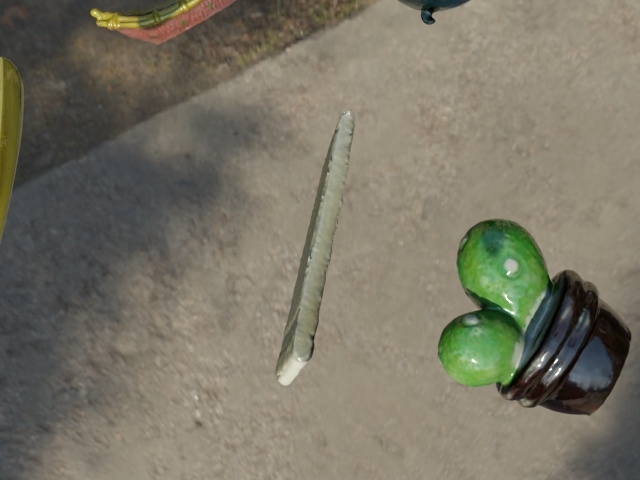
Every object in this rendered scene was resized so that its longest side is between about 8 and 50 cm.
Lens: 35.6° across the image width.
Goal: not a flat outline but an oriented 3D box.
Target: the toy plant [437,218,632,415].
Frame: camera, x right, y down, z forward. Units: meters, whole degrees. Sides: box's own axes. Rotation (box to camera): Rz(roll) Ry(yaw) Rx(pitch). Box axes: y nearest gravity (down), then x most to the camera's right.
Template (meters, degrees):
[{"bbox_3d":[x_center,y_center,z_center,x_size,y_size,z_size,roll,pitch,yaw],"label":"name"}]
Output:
[{"bbox_3d":[0.255,0.100,1.226,0.235,0.175,0.218,29,66,-1],"label":"toy plant"}]

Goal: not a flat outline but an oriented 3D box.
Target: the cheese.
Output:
[{"bbox_3d":[-0.003,0.000,1.304,0.034,0.085,0.400,19,55,-9],"label":"cheese"}]

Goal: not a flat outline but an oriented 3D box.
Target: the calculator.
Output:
[{"bbox_3d":[-0.347,-0.060,1.024,0.033,0.157,0.237,13,75,-33],"label":"calculator"}]

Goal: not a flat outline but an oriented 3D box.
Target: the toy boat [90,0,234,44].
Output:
[{"bbox_3d":[-0.220,-0.410,1.666,0.317,0.141,0.099,-29,113,-9],"label":"toy boat"}]

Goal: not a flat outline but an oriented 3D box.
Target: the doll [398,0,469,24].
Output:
[{"bbox_3d":[0.178,-0.483,1.489,0.198,0.186,0.322,11,91,21],"label":"doll"}]
